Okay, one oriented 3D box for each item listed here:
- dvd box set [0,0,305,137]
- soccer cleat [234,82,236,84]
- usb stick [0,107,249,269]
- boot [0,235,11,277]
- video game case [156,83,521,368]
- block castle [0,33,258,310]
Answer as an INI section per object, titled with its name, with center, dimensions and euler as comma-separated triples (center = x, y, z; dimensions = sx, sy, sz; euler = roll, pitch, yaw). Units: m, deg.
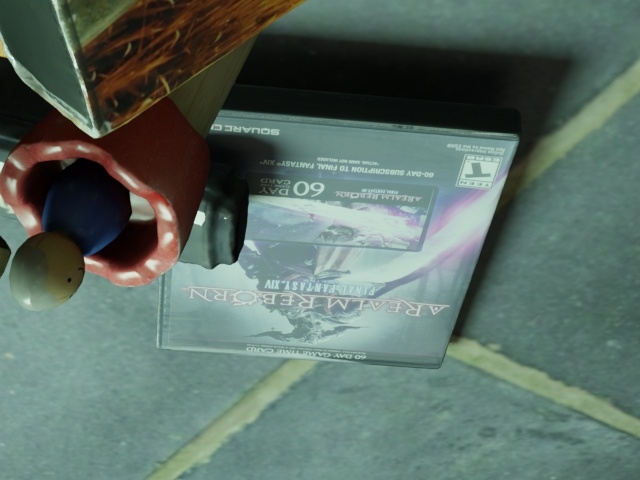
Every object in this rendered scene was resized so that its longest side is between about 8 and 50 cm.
[dvd box set]
center = 0.047, -0.257, 0.536
dimensions = 0.420, 0.062, 0.308
euler = -36, 144, -21
[soccer cleat]
center = -0.043, -0.068, 0.993
dimensions = 0.035, 0.029, 0.083
euler = -10, 142, -2
[usb stick]
center = -0.177, -0.042, 0.966
dimensions = 0.278, 0.045, 0.077
euler = 14, 141, 6
[boot]
center = -0.315, 0.038, 0.660
dimensions = 0.284, 0.138, 0.377
euler = 32, 123, -15
[video game case]
center = 0.000, 0.000, 1.049
dimensions = 0.196, 0.026, 0.274
euler = 4, 146, -4
[block castle]
center = -0.201, -0.187, 0.643
dimensions = 0.303, 0.213, 0.453
euler = 11, 140, 16
